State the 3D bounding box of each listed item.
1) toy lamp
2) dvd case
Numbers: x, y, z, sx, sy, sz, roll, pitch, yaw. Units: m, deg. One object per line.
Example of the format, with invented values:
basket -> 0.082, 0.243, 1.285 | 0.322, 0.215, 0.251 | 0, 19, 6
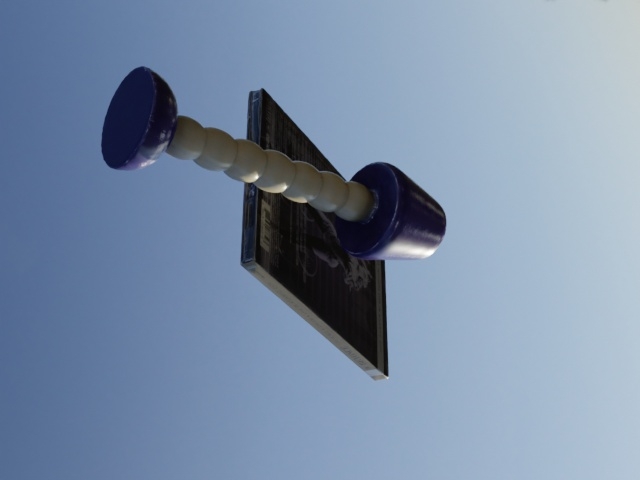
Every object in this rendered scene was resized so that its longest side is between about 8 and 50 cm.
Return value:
toy lamp -> -0.021, -0.042, 0.795 | 0.274, 0.080, 0.080 | 17, -138, -34
dvd case -> 0.000, 0.000, 0.914 | 0.221, 0.018, 0.164 | 44, -143, -47
